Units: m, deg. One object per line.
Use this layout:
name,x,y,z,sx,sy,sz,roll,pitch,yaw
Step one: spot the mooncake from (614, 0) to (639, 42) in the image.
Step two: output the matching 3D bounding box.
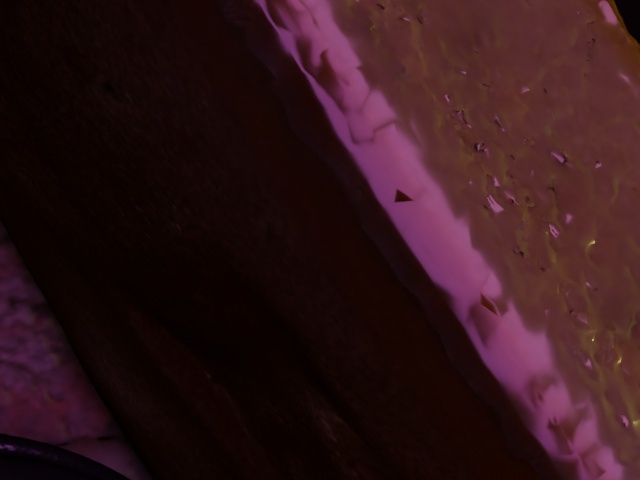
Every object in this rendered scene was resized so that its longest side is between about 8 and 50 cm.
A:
mooncake,0.171,-0.257,0.770,0.306,0.154,0.306,2,85,-30

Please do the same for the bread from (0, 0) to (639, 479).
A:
bread,0.000,0.000,0.561,0.143,0.323,0.333,-38,98,-25

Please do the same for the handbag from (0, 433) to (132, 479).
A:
handbag,-0.161,0.219,0.582,0.254,0.093,0.308,45,67,-12
